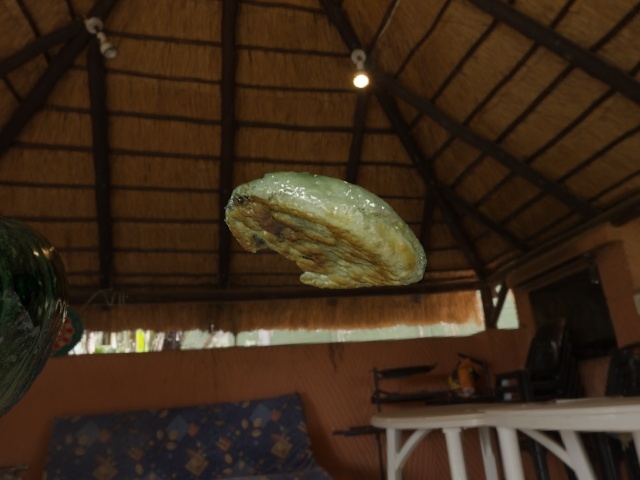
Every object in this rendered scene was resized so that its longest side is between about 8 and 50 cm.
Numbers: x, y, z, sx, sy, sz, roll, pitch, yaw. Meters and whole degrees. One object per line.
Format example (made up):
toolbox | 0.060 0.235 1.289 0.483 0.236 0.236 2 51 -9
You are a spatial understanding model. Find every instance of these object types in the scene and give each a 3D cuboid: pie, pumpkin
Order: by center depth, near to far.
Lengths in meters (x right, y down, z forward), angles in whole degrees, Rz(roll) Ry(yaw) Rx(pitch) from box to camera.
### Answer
pumpkin | -0.377 0.089 0.524 0.197 0.263 0.293 15 -14 -22
pie | 0.004 -0.001 0.706 0.303 0.066 0.302 20 -20 8
